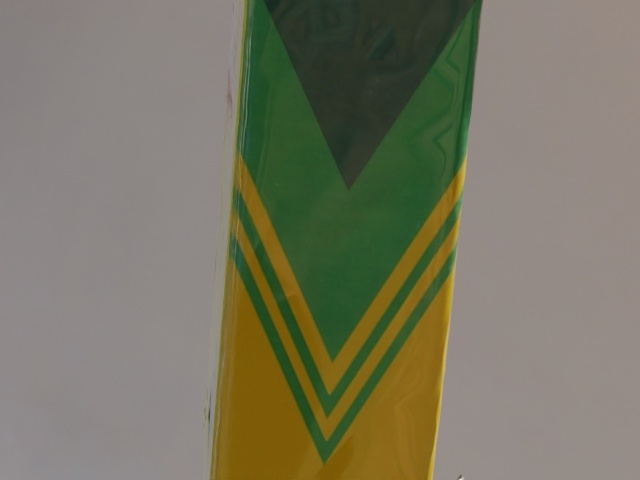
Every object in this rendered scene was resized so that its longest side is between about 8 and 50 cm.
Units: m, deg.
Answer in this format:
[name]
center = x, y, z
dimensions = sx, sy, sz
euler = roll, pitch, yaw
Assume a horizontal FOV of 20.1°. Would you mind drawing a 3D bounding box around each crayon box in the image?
[crayon box]
center = 0.000, 0.000, 0.691
dimensions = 0.202, 0.081, 0.318
euler = -103, -162, -75

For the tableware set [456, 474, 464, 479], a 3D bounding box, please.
[tableware set]
center = 0.050, 0.236, 1.279
dimensions = 0.154, 0.104, 0.024
euler = -30, -123, -33
